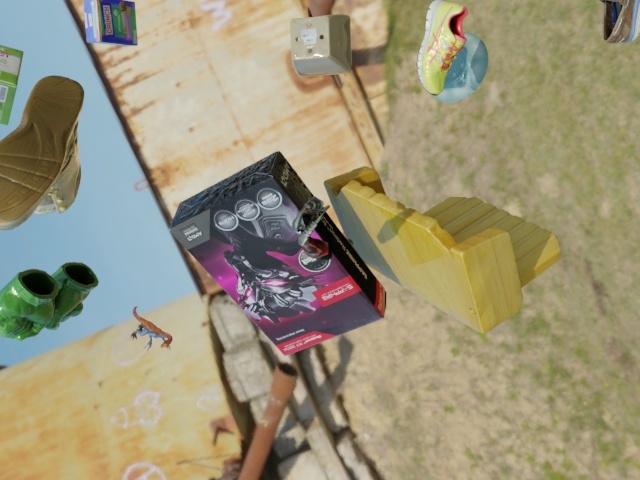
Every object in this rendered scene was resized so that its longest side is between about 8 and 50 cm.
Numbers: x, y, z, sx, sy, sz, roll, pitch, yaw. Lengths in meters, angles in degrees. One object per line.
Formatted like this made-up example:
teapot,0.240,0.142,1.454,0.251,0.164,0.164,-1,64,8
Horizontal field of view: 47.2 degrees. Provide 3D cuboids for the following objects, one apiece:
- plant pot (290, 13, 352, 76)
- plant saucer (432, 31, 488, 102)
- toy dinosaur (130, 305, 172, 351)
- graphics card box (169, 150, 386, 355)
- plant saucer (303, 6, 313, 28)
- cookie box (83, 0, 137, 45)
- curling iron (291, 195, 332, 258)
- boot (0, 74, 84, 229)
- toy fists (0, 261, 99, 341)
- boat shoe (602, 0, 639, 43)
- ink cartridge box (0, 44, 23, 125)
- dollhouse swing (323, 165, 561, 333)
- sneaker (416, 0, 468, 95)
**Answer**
plant pot,-0.006,-0.369,1.366,0.096,0.109,0.109,-20,-71,-72
plant saucer,0.351,-0.466,1.948,0.037,0.195,0.195,13,-134,-49
toy dinosaur,-0.300,0.164,1.300,0.047,0.082,0.090,-37,-65,-55
graphics card box,-0.068,0.038,1.338,0.371,0.232,0.094,53,-153,-28
plant saucer,-0.024,-0.514,1.746,0.083,0.013,0.084,-15,-90,-79
cookie box,-0.428,-0.447,1.497,0.107,0.040,0.092,-17,-72,-57
curling iron,0.000,0.000,1.073,0.035,0.068,0.274,30,172,13
boot,-0.416,-0.085,1.068,0.203,0.095,0.262,118,164,-53
toy fists,-0.570,0.130,1.498,0.096,0.142,0.279,49,-167,5
boat shoe,0.527,-0.437,1.284,0.066,0.066,0.183,-140,37,-63
ink cartridge box,-0.889,-0.484,2.038,0.189,0.097,0.255,-44,41,50
dollhouse swing,0.261,-0.047,1.412,0.347,0.305,0.315,32,156,42
sneaker,0.275,-0.424,1.613,0.081,0.094,0.209,-8,-73,-50
